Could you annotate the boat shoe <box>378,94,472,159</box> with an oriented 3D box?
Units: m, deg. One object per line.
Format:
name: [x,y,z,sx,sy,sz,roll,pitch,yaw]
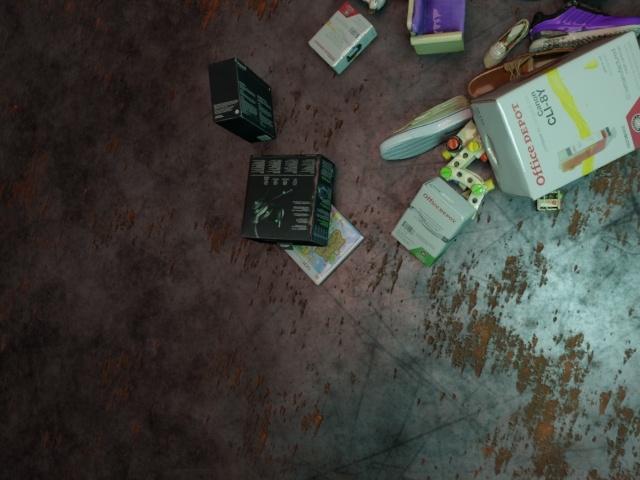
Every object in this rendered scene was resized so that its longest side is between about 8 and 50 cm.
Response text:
boat shoe: [0.312,-0.331,1.656,0.302,0.109,0.094,-21,64,6]

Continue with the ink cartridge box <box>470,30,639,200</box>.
ink cartridge box: [0.619,-0.308,1.414,0.384,0.160,0.279,-27,104,-3]

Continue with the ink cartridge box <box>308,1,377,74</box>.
ink cartridge box: [0.069,-0.636,1.760,0.175,0.072,0.127,-44,75,10]

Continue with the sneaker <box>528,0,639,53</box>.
sneaker: [0.726,-0.605,1.532,0.293,0.102,0.146,-2,84,18]

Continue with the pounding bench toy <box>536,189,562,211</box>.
pounding bench toy: [0.635,-0.124,1.550,0.065,0.052,0.083,-1,85,18]

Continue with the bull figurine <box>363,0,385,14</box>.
bull figurine: [0.103,-0.848,1.730,0.101,0.188,0.311,-29,63,56]

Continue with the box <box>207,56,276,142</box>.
box: [-0.240,-0.429,1.745,0.103,0.261,0.184,-6,83,17]

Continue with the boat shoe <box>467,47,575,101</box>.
boat shoe: [0.574,-0.469,1.560,0.324,0.120,0.123,-13,82,16]

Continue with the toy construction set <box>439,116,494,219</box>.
toy construction set: [0.470,-0.238,1.560,0.327,0.151,0.215,-42,75,11]

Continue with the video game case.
video game case: [0.000,0.000,1.760,0.212,0.023,0.193,-47,74,9]

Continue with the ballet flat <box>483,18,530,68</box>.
ballet flat: [0.535,-0.574,1.617,0.168,0.052,0.057,-46,74,10]

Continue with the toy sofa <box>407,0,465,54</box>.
toy sofa: [0.347,-0.745,1.626,0.150,0.177,0.363,2,86,18]

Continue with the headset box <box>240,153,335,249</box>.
headset box: [-0.099,-0.113,1.724,0.246,0.131,0.283,2,82,24]

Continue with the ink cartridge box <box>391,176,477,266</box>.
ink cartridge box: [0.317,-0.052,1.576,0.153,0.087,0.208,45,136,16]
